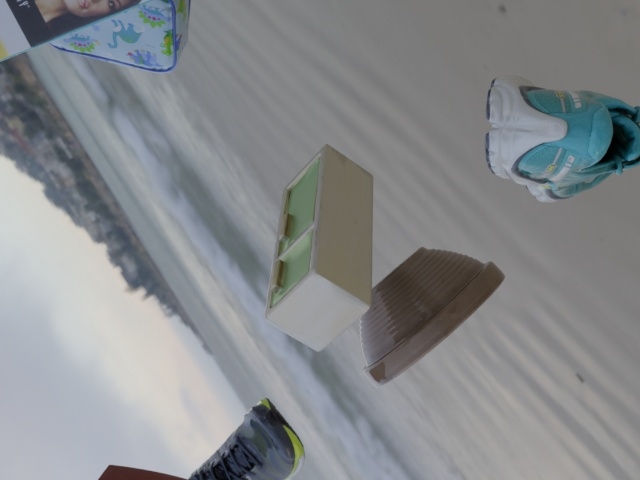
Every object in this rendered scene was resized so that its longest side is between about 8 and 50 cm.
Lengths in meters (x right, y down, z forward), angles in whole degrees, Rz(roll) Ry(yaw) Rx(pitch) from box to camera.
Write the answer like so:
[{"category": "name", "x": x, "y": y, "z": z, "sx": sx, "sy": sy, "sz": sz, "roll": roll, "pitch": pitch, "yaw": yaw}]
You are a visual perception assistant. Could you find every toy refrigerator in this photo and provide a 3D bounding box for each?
[{"category": "toy refrigerator", "x": 0.000, "y": 0.000, "z": 1.163, "sx": 0.094, "sy": 0.102, "sz": 0.269, "roll": 32, "pitch": -146, "yaw": -21}]

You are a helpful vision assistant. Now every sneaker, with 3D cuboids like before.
[{"category": "sneaker", "x": 0.231, "y": -0.081, "z": 0.795, "sx": 0.110, "sy": 0.275, "sz": 0.107, "roll": 8, "pitch": 97, "yaw": 29}, {"category": "sneaker", "x": -0.118, "y": 0.332, "z": 1.289, "sx": 0.111, "sy": 0.121, "sz": 0.300, "roll": 48, "pitch": 136, "yaw": 20}]

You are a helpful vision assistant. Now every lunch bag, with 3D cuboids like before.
[{"category": "lunch bag", "x": -0.302, "y": -0.338, "z": 1.332, "sx": 0.219, "sy": 0.090, "sz": 0.176, "roll": 13, "pitch": 144, "yaw": 2}]

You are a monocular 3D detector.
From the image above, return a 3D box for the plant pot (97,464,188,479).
[{"category": "plant pot", "x": -0.315, "y": 0.532, "z": 1.516, "sx": 0.236, "sy": 0.267, "sz": 0.267, "roll": 29, "pitch": -168, "yaw": 0}]

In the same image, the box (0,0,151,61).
[{"category": "box", "x": -0.231, "y": -0.179, "z": 0.641, "sx": 0.060, "sy": 0.244, "sz": 0.100, "roll": -73, "pitch": -37, "yaw": -62}]

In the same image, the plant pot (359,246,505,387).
[{"category": "plant pot", "x": 0.130, "y": 0.087, "z": 1.265, "sx": 0.109, "sy": 0.237, "sz": 0.237, "roll": 48, "pitch": 170, "yaw": 4}]
